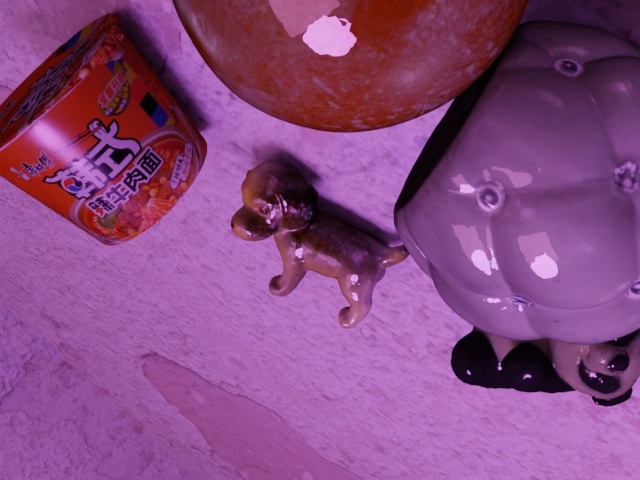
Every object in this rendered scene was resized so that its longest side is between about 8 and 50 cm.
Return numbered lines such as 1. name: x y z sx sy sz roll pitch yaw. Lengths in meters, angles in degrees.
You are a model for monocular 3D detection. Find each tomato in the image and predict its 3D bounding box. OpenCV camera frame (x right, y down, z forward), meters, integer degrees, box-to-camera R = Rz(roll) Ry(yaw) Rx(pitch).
1. tomato: 0.002 -0.202 0.483 0.270 0.223 0.270 52 159 29

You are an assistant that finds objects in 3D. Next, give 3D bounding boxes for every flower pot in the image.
1. flower pot: 0.180 -0.039 0.552 0.195 0.246 0.246 32 149 -2

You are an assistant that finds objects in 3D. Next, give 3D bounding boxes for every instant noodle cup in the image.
1. instant noodle cup: -0.276 -0.129 0.904 0.250 0.250 0.192 -2 141 47

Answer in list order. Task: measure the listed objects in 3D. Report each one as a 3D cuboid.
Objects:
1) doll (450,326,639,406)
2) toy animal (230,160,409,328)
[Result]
1. doll: 0.238 0.096 0.755 0.135 0.143 0.234 20 167 -16
2. toy animal: -0.011 0.004 0.926 0.233 0.121 0.168 29 138 7
